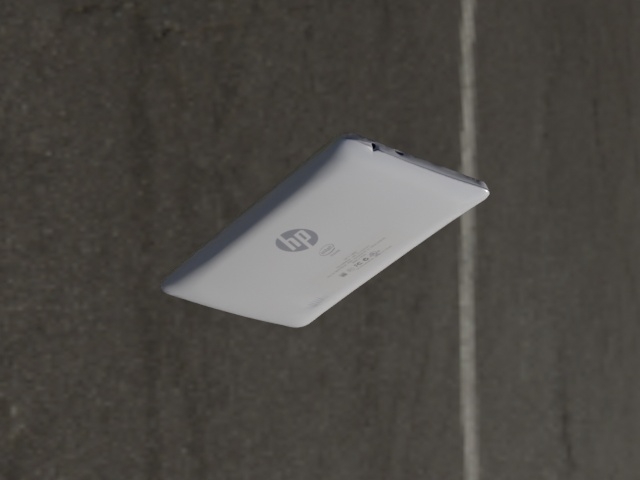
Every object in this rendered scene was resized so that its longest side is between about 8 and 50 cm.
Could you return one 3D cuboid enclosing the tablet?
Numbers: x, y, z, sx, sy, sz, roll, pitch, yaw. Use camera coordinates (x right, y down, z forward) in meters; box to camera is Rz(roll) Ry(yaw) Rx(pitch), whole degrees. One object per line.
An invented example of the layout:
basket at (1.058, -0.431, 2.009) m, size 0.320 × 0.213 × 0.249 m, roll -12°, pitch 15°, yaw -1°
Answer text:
tablet at (0.000, 0.000, 0.403) m, size 0.054 × 0.083 × 0.006 m, roll 18°, pitch 49°, yaw -37°
